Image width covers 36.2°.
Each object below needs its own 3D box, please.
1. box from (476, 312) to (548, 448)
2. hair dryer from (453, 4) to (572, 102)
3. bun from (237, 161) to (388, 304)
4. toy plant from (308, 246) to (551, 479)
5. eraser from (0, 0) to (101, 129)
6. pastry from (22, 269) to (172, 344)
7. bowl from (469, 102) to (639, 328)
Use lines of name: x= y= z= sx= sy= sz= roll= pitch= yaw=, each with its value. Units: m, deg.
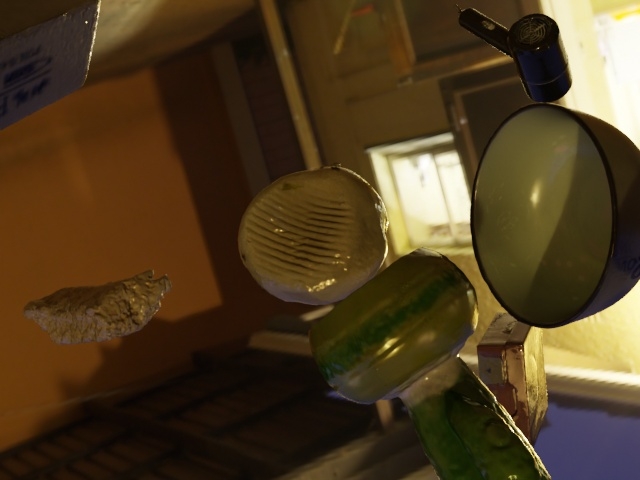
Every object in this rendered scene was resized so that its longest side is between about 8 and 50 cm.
box: x=0.356 y=0.254 z=1.801 sx=0.086 sy=0.215 sz=0.215 roll=-2 pitch=-167 yaw=21
hair dryer: x=0.262 y=-0.292 z=1.394 sx=0.071 sy=0.124 sz=0.219 roll=-43 pitch=-128 yaw=-3
bun: x=0.000 y=0.000 z=1.681 sx=0.259 sy=0.259 sz=0.160 roll=-14 pitch=156 yaw=12
toy plant: x=0.140 y=0.175 z=1.010 sx=0.184 sy=0.316 sz=0.224 roll=-35 pitch=173 yaw=-7
eraser: x=-0.299 y=-0.136 z=0.796 sx=0.352 sy=0.077 sz=0.111 roll=-41 pitch=163 yaw=-42
pastry: x=-0.336 y=0.104 z=1.434 sx=0.121 sy=0.089 sz=0.258 roll=-15 pitch=-179 yaw=-45
bowl: x=0.415 y=-0.040 z=1.570 sx=0.185 sy=0.354 sz=0.354 roll=-2 pitch=180 yaw=-27
